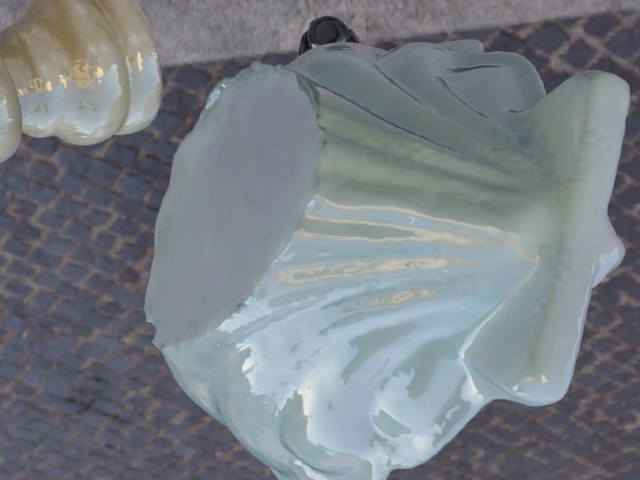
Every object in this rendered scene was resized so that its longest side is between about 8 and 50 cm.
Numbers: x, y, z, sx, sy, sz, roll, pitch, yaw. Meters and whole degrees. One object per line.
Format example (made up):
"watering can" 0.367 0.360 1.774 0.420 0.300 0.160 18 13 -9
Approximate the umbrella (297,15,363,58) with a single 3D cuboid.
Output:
"umbrella" 0.019 -0.188 1.323 0.067 0.337 0.073 40 89 7

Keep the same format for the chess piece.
"chess piece" -0.312 -0.141 1.106 0.167 0.300 0.167 28 130 38

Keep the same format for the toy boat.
"toy boat" 0.000 0.000 0.457 0.100 0.199 0.290 16 168 -24
